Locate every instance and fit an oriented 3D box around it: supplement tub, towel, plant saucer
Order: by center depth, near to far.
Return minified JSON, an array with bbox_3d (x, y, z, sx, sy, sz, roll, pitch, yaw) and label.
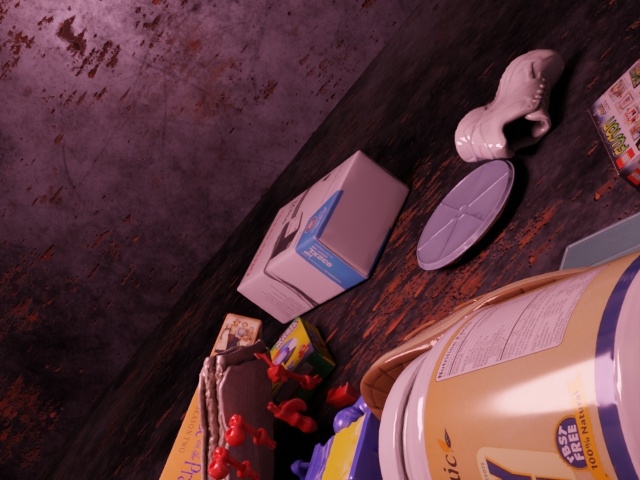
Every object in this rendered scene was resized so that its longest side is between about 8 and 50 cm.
[{"bbox_3d":[0.205,0.137,0.709,0.316,0.228,0.228,-31,26,56],"label":"supplement tub"},{"bbox_3d":[0.327,0.001,1.064,0.192,0.018,0.067,-35,23,53],"label":"plant saucer"},{"bbox_3d":[-0.104,0.279,1.304,0.187,0.049,0.282,-9,-83,-74],"label":"towel"}]

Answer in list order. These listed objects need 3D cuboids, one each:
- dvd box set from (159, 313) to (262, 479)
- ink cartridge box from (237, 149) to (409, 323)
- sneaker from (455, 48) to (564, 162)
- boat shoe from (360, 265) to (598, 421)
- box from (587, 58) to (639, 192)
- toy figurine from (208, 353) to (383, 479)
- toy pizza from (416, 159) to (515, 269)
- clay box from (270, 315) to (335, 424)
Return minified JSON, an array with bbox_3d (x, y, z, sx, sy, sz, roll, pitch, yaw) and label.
[{"bbox_3d":[-0.168,0.355,1.413,0.420,0.062,0.307,-72,-8,-51],"label":"dvd box set"},{"bbox_3d":[0.000,0.000,1.849,0.307,0.129,0.223,-33,25,53],"label":"ink cartridge box"},{"bbox_3d":[0.310,-0.194,1.470,0.115,0.090,0.232,19,63,48],"label":"sneaker"},{"bbox_3d":[0.197,0.097,1.031,0.342,0.123,0.123,-31,9,36],"label":"boat shoe"},{"bbox_3d":[0.388,-0.149,1.177,0.114,0.036,0.207,-47,16,25],"label":"box"},{"bbox_3d":[0.007,0.269,1.129,0.217,0.191,0.362,-33,26,42],"label":"toy figurine"},{"bbox_3d":[0.218,-0.033,1.448,0.201,0.032,0.201,-47,16,18],"label":"toy pizza"},{"bbox_3d":[-0.048,0.210,1.669,0.127,0.053,0.222,-52,15,4],"label":"clay box"}]
